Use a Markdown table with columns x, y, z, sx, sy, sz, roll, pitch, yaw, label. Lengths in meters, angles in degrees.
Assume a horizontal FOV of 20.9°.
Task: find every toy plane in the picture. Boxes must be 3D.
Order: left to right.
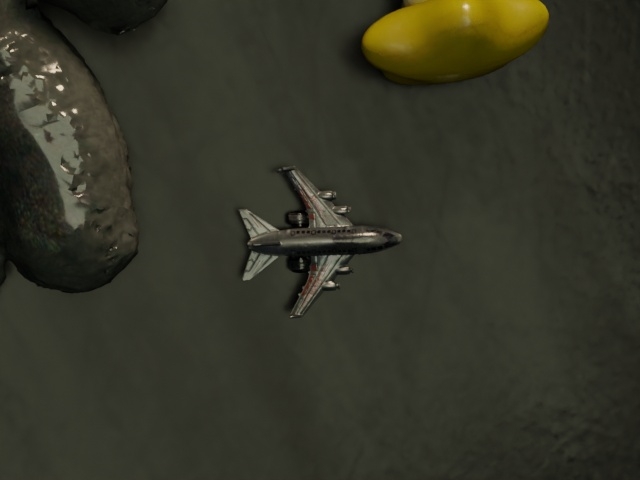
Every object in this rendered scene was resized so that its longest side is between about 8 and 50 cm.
| x | y | z | sx | sy | sz | roll | pitch | yaw | label |
| --- | --- | --- | --- | --- | --- | --- | --- | --- | --- |
| 0.000 | 0.000 | 0.899 | 0.083 | 0.031 | 0.078 | -3 | 93 | -7 | toy plane |

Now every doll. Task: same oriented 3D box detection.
| x | y | z | sx | sy | sz | roll | pitch | yaw | label |
| --- | --- | --- | --- | --- | --- | --- | --- | --- | --- |
| -0.193 | -0.118 | 0.807 | 0.246 | 0.158 | 0.340 | -12 | 97 | 5 | doll |
| 0.053 | -0.138 | 0.887 | 0.135 | 0.071 | 0.113 | 11 | 83 | -3 | doll |
